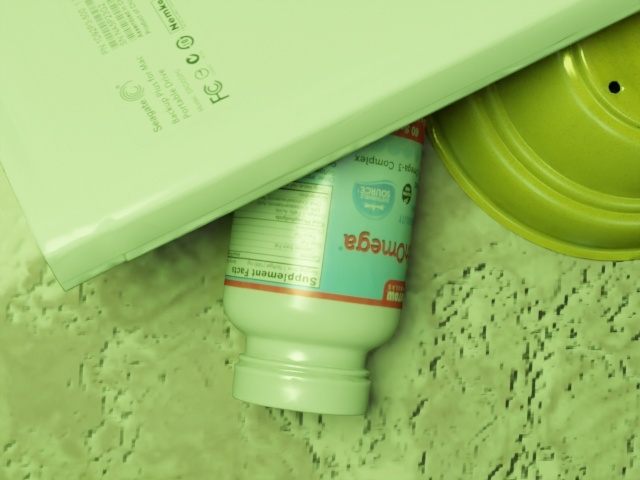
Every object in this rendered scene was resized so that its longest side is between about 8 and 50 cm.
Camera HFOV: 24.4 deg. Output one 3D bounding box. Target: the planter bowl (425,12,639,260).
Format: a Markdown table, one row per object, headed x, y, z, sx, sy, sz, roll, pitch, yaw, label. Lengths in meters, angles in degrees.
| x | y | z | sx | sy | sz | roll | pitch | yaw | label |
| --- | --- | --- | --- | --- | --- | --- | --- | --- | --- |
| 0.159 | -0.098 | 0.735 | 0.217 | 0.090 | 0.217 | 0 | 89 | -8 | planter bowl |

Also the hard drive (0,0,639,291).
| x | y | z | sx | sy | sz | roll | pitch | yaw | label |
| --- | --- | --- | --- | --- | --- | --- | --- | --- | --- |
| -0.016 | -0.124 | 0.682 | 0.308 | 0.040 | 0.203 | -26 | 56 | -8 | hard drive |

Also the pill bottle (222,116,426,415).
| x | y | z | sx | sy | sz | roll | pitch | yaw | label |
| --- | --- | --- | --- | --- | --- | --- | --- | --- | --- |
| 0.000 | 0.000 | 0.712 | 0.087 | 0.087 | 0.160 | 7 | 89 | -8 | pill bottle |
